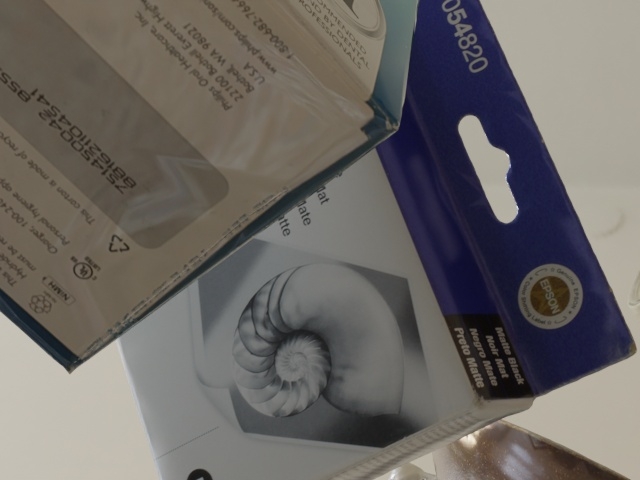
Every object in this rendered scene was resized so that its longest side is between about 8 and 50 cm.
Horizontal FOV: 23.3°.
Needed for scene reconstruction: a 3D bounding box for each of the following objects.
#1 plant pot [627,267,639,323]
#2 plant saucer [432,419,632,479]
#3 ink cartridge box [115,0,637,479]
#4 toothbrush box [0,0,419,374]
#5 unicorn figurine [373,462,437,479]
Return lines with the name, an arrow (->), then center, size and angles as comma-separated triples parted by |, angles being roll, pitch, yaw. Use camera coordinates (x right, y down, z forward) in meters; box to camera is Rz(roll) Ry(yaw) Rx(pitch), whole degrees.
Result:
plant pot -> 0.364, 0.075, 1.099 | 0.274, 0.256, 0.256 | 34, -42, -1
plant saucer -> 0.190, 0.200, 0.925 | 0.310, 0.050, 0.310 | 30, -11, 6
ink cartridge box -> 0.000, 0.000, 0.722 | 0.224, 0.045, 0.223 | -29, -112, 17
toothbrush box -> -0.077, -0.142, 0.473 | 0.126, 0.295, 0.216 | -35, -68, 26
unicorn figurine -> 0.068, 0.232, 1.403 | 0.111, 0.060, 0.162 | 17, -38, 5
